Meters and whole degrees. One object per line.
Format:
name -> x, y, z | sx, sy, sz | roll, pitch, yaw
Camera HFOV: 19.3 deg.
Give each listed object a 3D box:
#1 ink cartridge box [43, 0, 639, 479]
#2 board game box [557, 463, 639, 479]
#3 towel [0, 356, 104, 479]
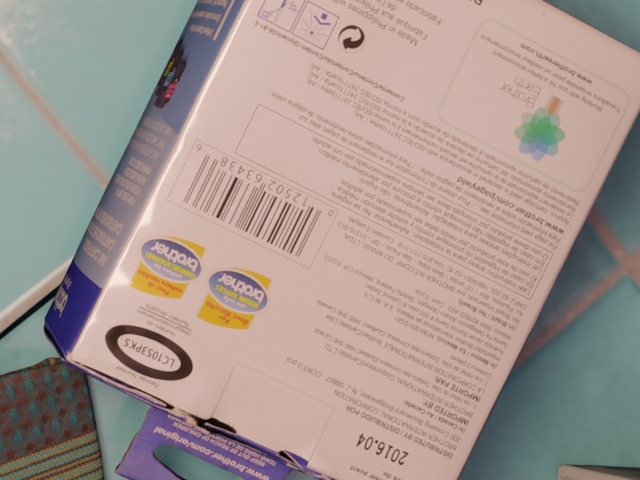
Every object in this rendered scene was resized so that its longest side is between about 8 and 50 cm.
ink cartridge box -> 0.000, 0.000, 1.211 | 0.270, 0.151, 0.395 | 26, 89, -15
board game box -> 0.232, 0.310, 1.235 | 0.097, 0.224, 0.303 | 6, 88, -16
towel -> -0.232, 0.281, 1.200 | 0.271, 0.040, 0.370 | -14, 98, -44
